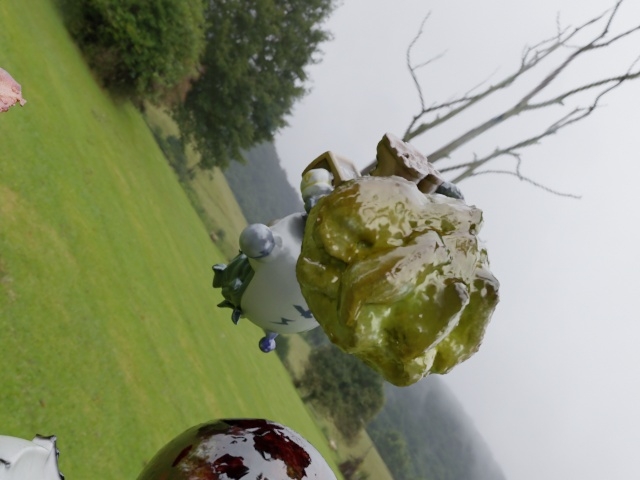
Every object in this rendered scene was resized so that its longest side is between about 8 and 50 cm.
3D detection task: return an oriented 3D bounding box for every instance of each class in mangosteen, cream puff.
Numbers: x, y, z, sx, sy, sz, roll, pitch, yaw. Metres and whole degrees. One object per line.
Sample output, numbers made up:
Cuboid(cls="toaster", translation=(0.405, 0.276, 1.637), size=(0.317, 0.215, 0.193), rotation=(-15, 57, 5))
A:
Cuboid(cls="mangosteen", translation=(-0.094, 0.292, 0.582), size=(0.236, 0.262, 0.235), rotation=(36, 38, -34))
Cuboid(cls="cream puff", translation=(0.086, 0.037, 0.686), size=(0.244, 0.244, 0.196), rotation=(53, -38, 30))

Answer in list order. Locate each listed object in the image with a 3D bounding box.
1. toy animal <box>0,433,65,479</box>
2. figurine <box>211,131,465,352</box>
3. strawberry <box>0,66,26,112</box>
Cuboid(cls="toy animal", translation=(-0.280, 0.213, 0.382), size=(0.187, 0.235, 0.165), rotation=(116, -32, -76))
Cuboid(cls="figurine", translation=(-0.003, -0.002, 0.936), size=(0.261, 0.382, 0.186), rotation=(21, 32, -43))
Cuboid(cls="strawberry", translation=(-0.556, -0.244, 0.920), size=(0.174, 0.098, 0.228), rotation=(64, 18, -2))
